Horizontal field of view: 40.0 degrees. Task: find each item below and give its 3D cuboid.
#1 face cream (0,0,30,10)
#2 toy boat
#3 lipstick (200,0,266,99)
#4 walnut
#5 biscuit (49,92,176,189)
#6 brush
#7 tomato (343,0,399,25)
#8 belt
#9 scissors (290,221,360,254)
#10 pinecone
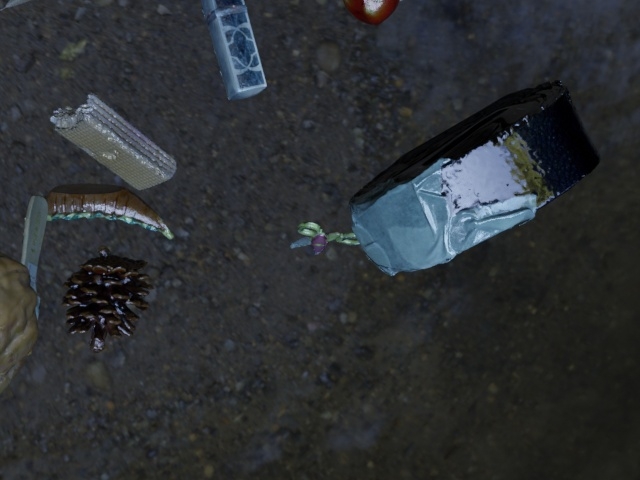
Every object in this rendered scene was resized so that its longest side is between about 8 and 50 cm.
[{"bbox_3d":[-0.447,-0.476,1.543,0.084,0.341,0.137,53,58,-28],"label":"face cream"},{"bbox_3d":[-0.454,-0.069,1.878,0.292,0.108,0.099,8,116,5],"label":"toy boat"},{"bbox_3d":[-0.183,-0.430,1.777,0.077,0.076,0.290,-16,92,-25],"label":"lipstick"},{"bbox_3d":[-0.429,0.106,0.971,0.245,0.198,0.198,-39,128,-41],"label":"walnut"},{"bbox_3d":[-0.395,-0.183,1.691,0.239,0.108,0.062,40,48,-38],"label":"biscuit"},{"bbox_3d":[-0.551,0.053,1.663,0.020,0.337,0.085,-19,145,24],"label":"brush"},{"bbox_3d":[0.079,-0.366,1.326,0.087,0.075,0.087,-6,136,-6],"label":"tomato"},{"bbox_3d":[0.117,-0.046,0.687,0.198,0.151,0.078,-30,101,1],"label":"belt"},{"bbox_3d":[0.000,0.000,1.630,0.133,0.187,0.020,14,74,-18],"label":"scissors"},{"bbox_3d":[-0.452,0.126,1.850,0.185,0.168,0.212,1,116,-46],"label":"pinecone"}]
